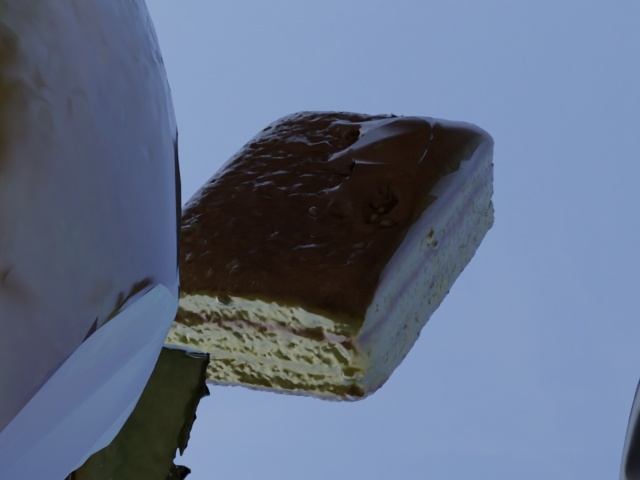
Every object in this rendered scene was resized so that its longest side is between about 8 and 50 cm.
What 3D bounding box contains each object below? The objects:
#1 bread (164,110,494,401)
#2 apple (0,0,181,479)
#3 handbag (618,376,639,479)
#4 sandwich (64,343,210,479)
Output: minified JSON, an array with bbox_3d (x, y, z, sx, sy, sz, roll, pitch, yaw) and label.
[{"bbox_3d":[0.000,0.000,1.316,0.184,0.111,0.234,6,-143,26],"label":"bread"},{"bbox_3d":[-0.219,-0.010,0.535,0.374,0.384,0.374,11,-124,-17],"label":"apple"},{"bbox_3d":[0.170,0.100,0.756,0.088,0.254,0.211,13,-82,28],"label":"handbag"},{"bbox_3d":[-0.152,0.149,0.843,0.212,0.063,0.245,9,-97,55],"label":"sandwich"}]
